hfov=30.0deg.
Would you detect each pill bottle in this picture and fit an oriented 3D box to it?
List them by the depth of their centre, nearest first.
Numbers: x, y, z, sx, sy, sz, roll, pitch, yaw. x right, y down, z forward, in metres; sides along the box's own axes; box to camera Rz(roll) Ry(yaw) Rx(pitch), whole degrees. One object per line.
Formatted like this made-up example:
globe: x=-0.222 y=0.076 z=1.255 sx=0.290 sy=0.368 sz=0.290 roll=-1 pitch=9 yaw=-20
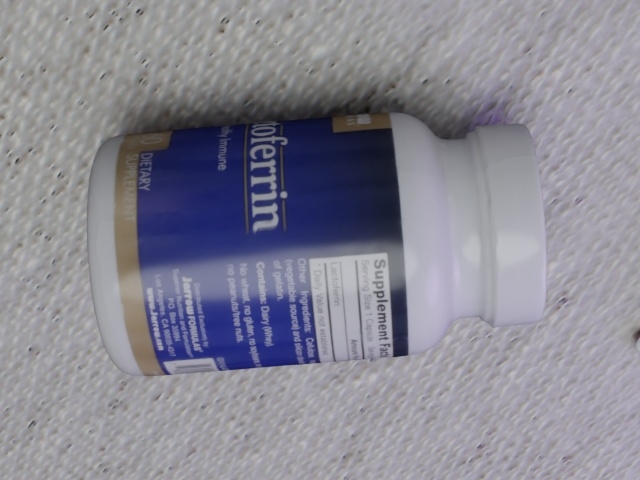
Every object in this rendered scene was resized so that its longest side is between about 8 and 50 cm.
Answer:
pill bottle: x=0.000 y=0.000 z=0.741 sx=0.265 sy=0.153 sz=0.153 roll=-5 pitch=120 yaw=1

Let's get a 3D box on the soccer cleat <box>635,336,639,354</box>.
soccer cleat: x=0.267 y=0.090 z=0.864 sx=0.083 sy=0.035 sz=0.029 roll=25 pitch=117 yaw=-15
